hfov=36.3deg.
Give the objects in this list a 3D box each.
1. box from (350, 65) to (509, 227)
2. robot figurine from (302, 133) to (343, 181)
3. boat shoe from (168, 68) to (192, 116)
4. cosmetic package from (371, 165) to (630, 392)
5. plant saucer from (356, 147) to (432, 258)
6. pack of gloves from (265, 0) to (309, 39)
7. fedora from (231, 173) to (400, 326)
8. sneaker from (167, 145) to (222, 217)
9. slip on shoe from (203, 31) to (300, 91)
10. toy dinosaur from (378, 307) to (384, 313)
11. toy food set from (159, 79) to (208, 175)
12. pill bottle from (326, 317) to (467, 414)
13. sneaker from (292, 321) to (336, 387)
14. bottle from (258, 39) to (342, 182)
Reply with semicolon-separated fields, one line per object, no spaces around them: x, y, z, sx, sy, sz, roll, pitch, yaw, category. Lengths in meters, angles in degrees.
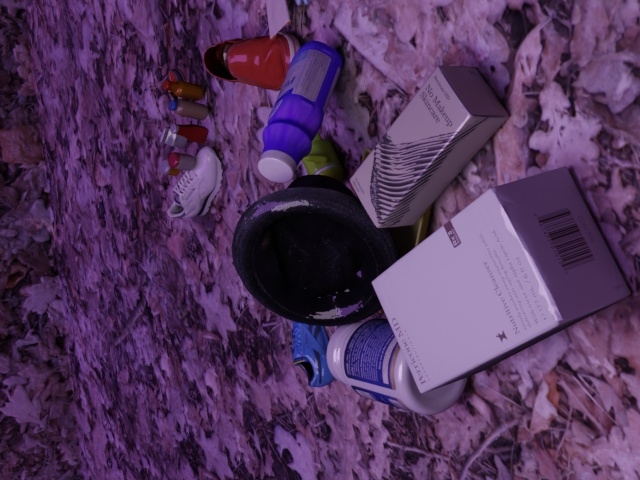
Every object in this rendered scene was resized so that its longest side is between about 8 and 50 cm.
0.167;-0.145;1.559;0.275;0.094;0.113;-53;55;40;box
0.003;-0.150;1.912;0.101;0.067;0.115;79;167;-72;robot figurine
-0.358;-0.371;2.455;0.049;0.043;0.137;-46;61;58;boat shoe
0.257;0.072;1.490;0.217;0.156;0.385;65;148;14;cosmetic package
0.135;-0.049;1.754;0.188;0.045;0.188;44;137;42;plant saucer
-0.055;-0.535;1.890;0.195;0.046;0.232;-31;65;58;pack of gloves
0.000;0.000;1.767;0.153;0.333;0.334;-79;7;-45;fedora
-0.312;-0.137;2.425;0.090;0.094;0.235;59;143;31;sneaker
-0.140;-0.370;2.030;0.331;0.101;0.123;19;116;54;slip on shoe
0.085;0.084;1.899;0.211;0.064;0.112;35;114;37;toy dinosaur
-0.346;-0.263;2.347;0.111;0.104;0.232;34;108;42;toy food set
0.130;0.220;1.769;0.264;0.153;0.153;3;105;59;pill bottle
-0.031;0.218;2.115;0.209;0.082;0.069;67;151;19;sneaker
-0.041;-0.232;1.776;0.118;0.092;0.283;-45;21;55;bottle
